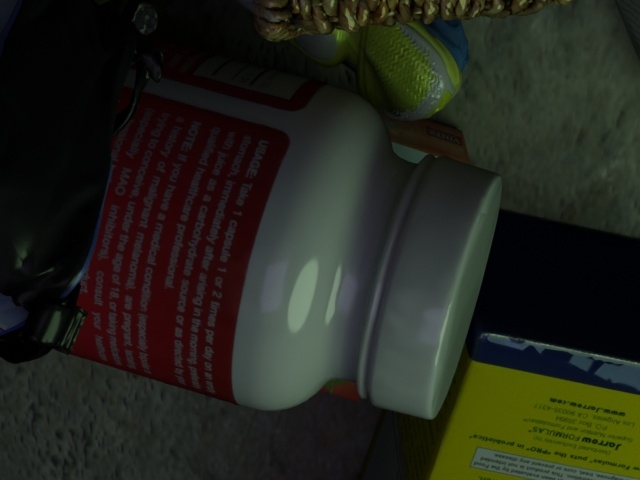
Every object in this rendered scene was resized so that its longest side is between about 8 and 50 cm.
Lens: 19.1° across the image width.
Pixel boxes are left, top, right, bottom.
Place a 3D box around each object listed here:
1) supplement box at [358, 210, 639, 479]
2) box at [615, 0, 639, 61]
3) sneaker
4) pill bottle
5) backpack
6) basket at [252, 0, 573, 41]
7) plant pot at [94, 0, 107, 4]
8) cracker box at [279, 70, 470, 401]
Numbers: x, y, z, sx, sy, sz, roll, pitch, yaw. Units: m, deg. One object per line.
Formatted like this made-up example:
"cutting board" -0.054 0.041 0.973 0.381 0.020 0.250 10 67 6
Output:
"supplement box" 0.155 0.182 1.523 0.195 0.194 0.356 12 120 -10
"box" 0.304 -0.227 1.275 0.215 0.168 0.345 -29 119 -3
"sneaker" 0.014 -0.185 1.368 0.240 0.126 0.091 49 119 5
"pill bottle" -0.093 -0.016 1.309 0.408 0.229 0.229 16 121 10
"backpack" -0.250 -0.039 1.087 0.263 0.276 0.213 -32 119 33
"basket" 0.018 -0.283 1.190 0.223 0.213 0.299 -9 102 -21
"plant pot" -0.211 -0.330 1.136 0.366 0.366 0.353 -27 130 13
"cracker box" 0.000 0.000 1.480 0.156 0.067 0.232 18 119 -12
